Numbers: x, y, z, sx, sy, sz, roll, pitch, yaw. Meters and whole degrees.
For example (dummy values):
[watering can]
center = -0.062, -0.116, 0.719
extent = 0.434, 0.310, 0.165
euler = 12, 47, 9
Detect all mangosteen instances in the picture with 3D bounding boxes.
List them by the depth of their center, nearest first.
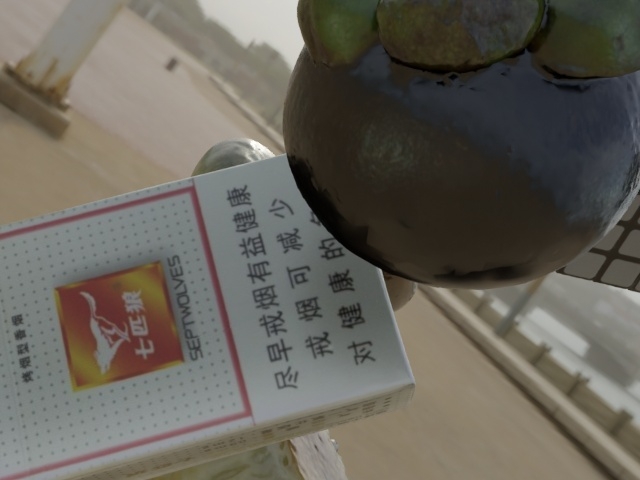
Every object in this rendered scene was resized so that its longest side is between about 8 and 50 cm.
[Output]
[mangosteen]
center = 0.088, -0.082, 0.631
extent = 0.243, 0.243, 0.243
euler = 36, 5, -3

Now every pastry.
[pastry]
center = -0.120, 0.405, 1.616
extent = 0.388, 0.313, 0.388
euler = 58, 10, -17

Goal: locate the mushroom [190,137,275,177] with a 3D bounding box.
[mushroom]
center = -0.093, -0.034, 1.969
extent = 0.352, 0.260, 0.352
euler = 40, 23, -20

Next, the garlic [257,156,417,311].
[garlic]
center = 0.001, -0.001, 1.456
extent = 0.279, 0.132, 0.325
euler = 37, -23, 14

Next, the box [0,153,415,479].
[box]
center = -0.115, 0.066, 0.834
extent = 0.095, 0.331, 0.210
euler = 92, -17, -69

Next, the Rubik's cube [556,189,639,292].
[Rubik's cube]
center = 0.662, -0.123, 2.148
extent = 0.337, 0.343, 0.344
euler = 13, 42, -8
